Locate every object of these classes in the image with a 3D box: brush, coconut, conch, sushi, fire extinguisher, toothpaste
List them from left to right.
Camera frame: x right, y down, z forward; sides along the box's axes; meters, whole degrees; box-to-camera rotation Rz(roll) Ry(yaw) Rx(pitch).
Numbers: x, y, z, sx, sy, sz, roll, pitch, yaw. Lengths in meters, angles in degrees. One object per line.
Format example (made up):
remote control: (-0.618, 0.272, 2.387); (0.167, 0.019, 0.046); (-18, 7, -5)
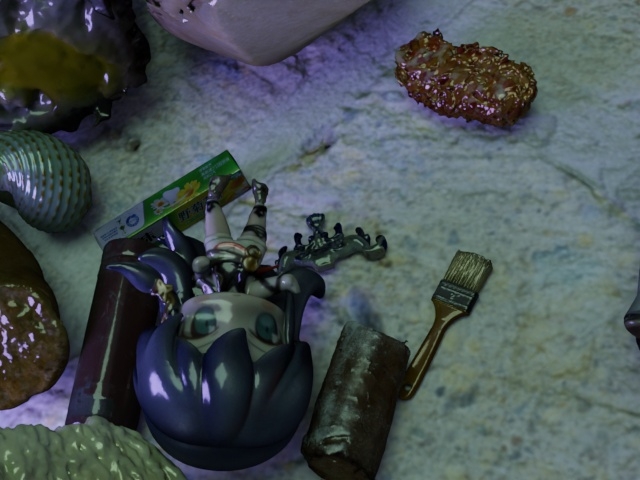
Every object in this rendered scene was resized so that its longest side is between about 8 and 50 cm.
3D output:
sushi: (-0.362, -0.289, 1.150); (0.299, 0.281, 0.294); (-25, 52, 12)
conch: (-0.330, -0.073, 1.111); (0.135, 0.153, 0.102); (-9, 43, 48)
fire extinguisher: (-0.217, 0.132, 1.002); (0.089, 0.072, 0.267); (-24, 50, 43)
toothpaste: (-0.165, -0.034, 1.097); (0.178, 0.043, 0.037); (-32, 61, -5)
coconut: (-0.057, -0.363, 1.104); (0.353, 0.352, 0.352); (-6, 59, 11)
brush: (0.119, 0.084, 0.972); (0.043, 0.014, 0.170); (21, 68, 26)

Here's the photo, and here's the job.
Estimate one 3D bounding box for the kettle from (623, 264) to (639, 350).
kettle: (0.397, 0.008, 0.869); (0.240, 0.165, 0.255); (21, 65, -7)

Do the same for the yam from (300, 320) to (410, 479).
yam: (0.035, 0.153, 0.915); (0.079, 0.079, 0.141); (11, 61, 20)

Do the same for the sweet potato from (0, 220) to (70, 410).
sweet potato: (-0.398, 0.030, 1.067); (0.158, 0.158, 0.369); (-36, 51, -8)

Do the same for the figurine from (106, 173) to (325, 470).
figurine: (-0.087, 0.085, 0.922); (0.175, 0.197, 0.265); (-3, 40, 14)

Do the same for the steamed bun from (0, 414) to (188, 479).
steamed bun: (-0.220, 0.307, 0.817); (0.272, 0.273, 0.290); (0, 54, -35)

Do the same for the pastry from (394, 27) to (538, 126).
pastry: (0.160, -0.171, 1.084); (0.169, 0.063, 0.087); (27, 76, 30)

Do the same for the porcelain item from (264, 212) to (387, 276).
porcelain item: (0.000, 0.000, 1.047); (0.136, 0.021, 0.075); (-16, 54, 5)
